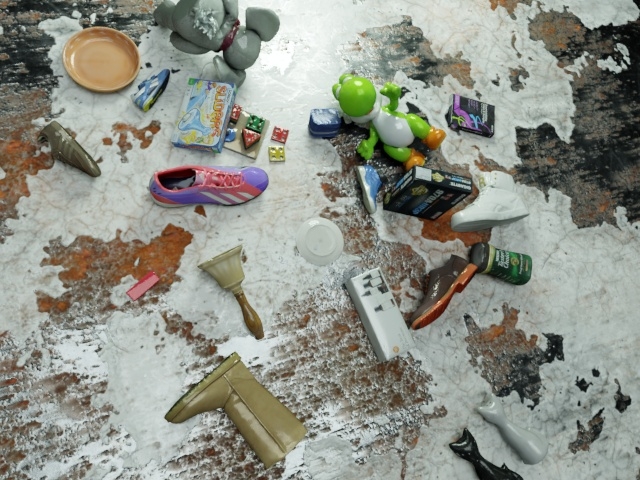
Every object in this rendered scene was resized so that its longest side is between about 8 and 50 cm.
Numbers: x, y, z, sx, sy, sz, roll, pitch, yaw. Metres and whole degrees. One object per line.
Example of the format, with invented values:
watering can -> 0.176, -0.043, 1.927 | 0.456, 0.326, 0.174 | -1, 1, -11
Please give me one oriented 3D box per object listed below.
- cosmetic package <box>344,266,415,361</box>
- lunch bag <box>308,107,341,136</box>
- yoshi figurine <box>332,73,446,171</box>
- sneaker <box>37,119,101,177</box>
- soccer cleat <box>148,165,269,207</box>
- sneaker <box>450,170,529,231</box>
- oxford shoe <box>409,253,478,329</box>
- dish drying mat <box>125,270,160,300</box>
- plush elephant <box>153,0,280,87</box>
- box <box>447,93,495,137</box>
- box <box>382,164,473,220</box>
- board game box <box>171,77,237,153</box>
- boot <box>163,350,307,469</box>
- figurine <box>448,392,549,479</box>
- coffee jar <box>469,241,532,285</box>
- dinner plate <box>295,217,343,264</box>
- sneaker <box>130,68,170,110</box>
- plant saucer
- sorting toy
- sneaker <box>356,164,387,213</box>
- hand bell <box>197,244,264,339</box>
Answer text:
cosmetic package -> 0.163, 0.202, 1.405 | 0.099, 0.060, 0.239 | -21, 81, -19
lunch bag -> 0.014, -0.348, 1.523 | 0.099, 0.065, 0.067 | -5, 60, -16
yoshi figurine -> 0.180, -0.354, 1.496 | 0.362, 0.203, 0.203 | 38, 67, 0
sneaker -> -0.642, -0.219, 1.309 | 0.071, 0.066, 0.188 | -42, 83, -6
soccer cleat -> -0.287, -0.152, 1.351 | 0.319, 0.116, 0.108 | -7, 76, -17
sneaker -> 0.498, -0.126, 1.579 | 0.293, 0.108, 0.169 | -10, 75, -28
oxford shoe -> 0.332, 0.147, 1.467 | 0.098, 0.096, 0.271 | 39, 65, 24
dish drying mat -> -0.446, 0.114, 1.287 | 0.032, 0.008, 0.083 | 46, 69, 1
plush elephant -> -0.269, -0.590, 1.432 | 0.272, 0.255, 0.330 | -42, 48, 15
box -> 0.503, -0.414, 1.700 | 0.162, 0.029, 0.116 | 12, 71, -14
box -> 0.298, -0.131, 1.455 | 0.175, 0.220, 0.051 | 11, 69, -13
board game box -> -0.319, -0.346, 1.414 | 0.136, 0.035, 0.201 | 9, 76, 7
boot -> -0.198, 0.436, 1.221 | 0.236, 0.089, 0.269 | -39, 89, -22
figurine -> 0.479, 0.553, 1.382 | 0.209, 0.092, 0.215 | 45, 67, 5
coffee jar -> 0.538, 0.069, 1.540 | 0.185, 0.079, 0.096 | 15, 71, -11
dinner plate -> 0.000, 0.000, 1.443 | 0.141, 0.017, 0.141 | 4, 74, -13
sneaker -> -0.468, -0.428, 1.416 | 0.059, 0.053, 0.144 | 30, 67, -3
plant saucer -> -0.599, -0.492, 1.406 | 0.200, 0.037, 0.199 | 4, 74, -14
sorting toy -> -0.214, -0.314, 1.458 | 0.275, 0.046, 0.132 | 21, 70, -10
sneaker -> 0.165, -0.156, 1.511 | 0.085, 0.058, 0.152 | -11, 71, -10
hand bell -> -0.204, 0.144, 1.312 | 0.126, 0.126, 0.242 | -28, 96, -21
